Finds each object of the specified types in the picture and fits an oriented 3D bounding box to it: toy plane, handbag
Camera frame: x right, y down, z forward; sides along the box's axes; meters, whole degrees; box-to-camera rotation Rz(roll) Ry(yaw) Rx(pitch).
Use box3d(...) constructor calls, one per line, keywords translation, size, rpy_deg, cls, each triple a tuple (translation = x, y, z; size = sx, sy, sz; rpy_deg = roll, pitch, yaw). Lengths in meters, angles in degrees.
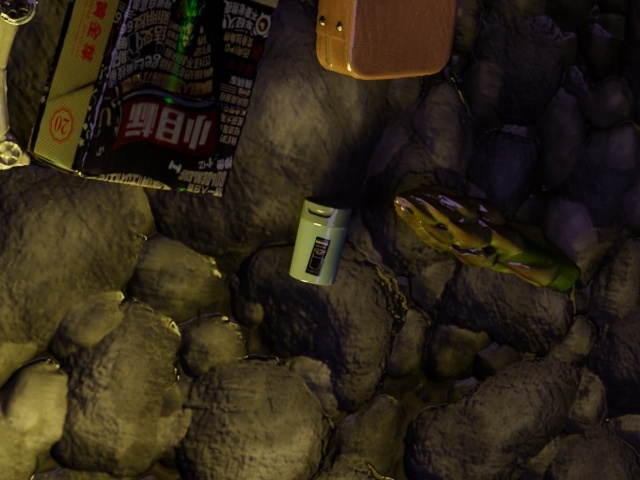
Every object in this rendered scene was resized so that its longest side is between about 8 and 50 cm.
box3d(translation=(-0.301, -0.184, 1.571), size=(0.108, 0.092, 0.286), rpy_deg=(-9, 110, -5), cls="toy plane")
box3d(translation=(0.076, -0.264, 1.772), size=(0.151, 0.072, 0.193), rpy_deg=(-4, 105, -29), cls="handbag")

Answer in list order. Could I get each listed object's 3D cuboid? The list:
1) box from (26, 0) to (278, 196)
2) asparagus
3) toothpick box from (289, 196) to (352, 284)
box3d(translation=(-0.141, -0.205, 1.621), size=(0.198, 0.084, 0.310), rpy_deg=(7, 102, -52), cls="box")
box3d(translation=(0.177, -0.008, 1.909), size=(0.287, 0.080, 0.080), rpy_deg=(19, 95, -41), cls="asparagus")
box3d(translation=(0.000, 0.000, 1.819), size=(0.052, 0.052, 0.083), rpy_deg=(5, 103, -31), cls="toothpick box")
